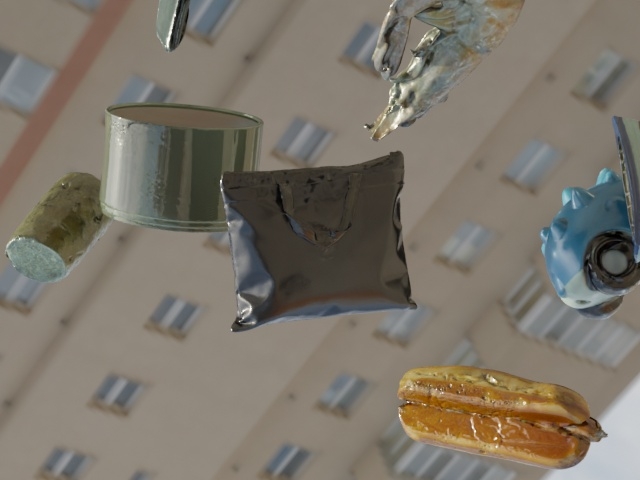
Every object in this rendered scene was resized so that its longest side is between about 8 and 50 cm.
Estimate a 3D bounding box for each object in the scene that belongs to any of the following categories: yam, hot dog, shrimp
[{"bbox_3d":[-0.386,-0.014,2.298,0.107,0.107,0.194,36,-144,-4],"label":"yam"},{"bbox_3d":[0.183,0.178,1.574,0.235,0.092,0.062,10,-169,34],"label":"hot dog"},{"bbox_3d":[0.094,-0.175,1.410,0.126,0.223,0.047,13,-139,-35],"label":"shrimp"}]

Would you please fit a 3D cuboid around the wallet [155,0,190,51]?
[{"bbox_3d":[-0.170,-0.269,1.811,0.026,0.088,0.129,11,-166,-16],"label":"wallet"}]

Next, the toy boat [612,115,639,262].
[{"bbox_3d":[0.434,-0.079,2.131,0.080,0.046,0.229,70,-163,-56],"label":"toy boat"}]

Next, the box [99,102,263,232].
[{"bbox_3d":[-0.200,-0.108,2.216,0.226,0.149,0.226,6,-168,-1],"label":"box"}]

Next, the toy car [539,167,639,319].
[{"bbox_3d":[0.435,-0.013,2.259,0.190,0.255,0.188,60,172,17],"label":"toy car"}]

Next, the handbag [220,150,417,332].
[{"bbox_3d":[0.000,0.000,1.976,0.254,0.211,0.089,-6,-173,-18],"label":"handbag"}]
